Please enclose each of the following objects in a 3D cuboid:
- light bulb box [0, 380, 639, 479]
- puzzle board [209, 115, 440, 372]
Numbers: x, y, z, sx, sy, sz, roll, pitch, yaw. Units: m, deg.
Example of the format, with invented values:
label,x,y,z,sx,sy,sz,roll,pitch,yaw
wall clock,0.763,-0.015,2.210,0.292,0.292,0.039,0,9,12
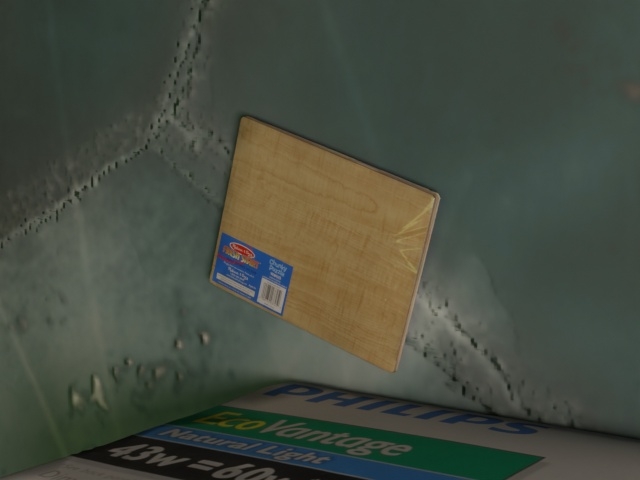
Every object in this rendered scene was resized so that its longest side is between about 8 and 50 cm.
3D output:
label,x,y,z,sx,sy,sz,roll,pitch,yaw
light bulb box,0.058,0.276,0.677,0.358,0.225,0.361,5,101,37
puzzle board,0.000,0.000,0.815,0.128,0.011,0.096,25,112,33
